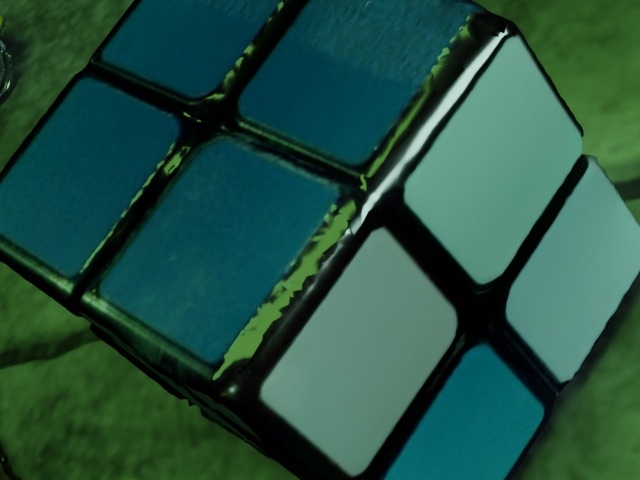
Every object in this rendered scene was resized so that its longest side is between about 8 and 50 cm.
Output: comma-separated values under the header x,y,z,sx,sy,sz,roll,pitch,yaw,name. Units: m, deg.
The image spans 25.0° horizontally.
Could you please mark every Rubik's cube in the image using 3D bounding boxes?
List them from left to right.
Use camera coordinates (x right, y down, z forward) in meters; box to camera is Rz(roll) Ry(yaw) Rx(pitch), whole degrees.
x,y,z,sx,sy,sz,roll,pitch,yaw,name
0.000,0.001,0.588,0.183,0.180,0.167,28,77,40,Rubik's cube

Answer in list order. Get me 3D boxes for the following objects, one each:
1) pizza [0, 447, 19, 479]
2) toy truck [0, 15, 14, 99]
x,y,z,sx,sy,sz,roll,pitch,yaw,name
-0.220,0.115,0.752,0.178,0.041,0.131,0,59,34,pizza
-0.319,-0.062,0.859,0.124,0.157,0.272,13,69,39,toy truck
